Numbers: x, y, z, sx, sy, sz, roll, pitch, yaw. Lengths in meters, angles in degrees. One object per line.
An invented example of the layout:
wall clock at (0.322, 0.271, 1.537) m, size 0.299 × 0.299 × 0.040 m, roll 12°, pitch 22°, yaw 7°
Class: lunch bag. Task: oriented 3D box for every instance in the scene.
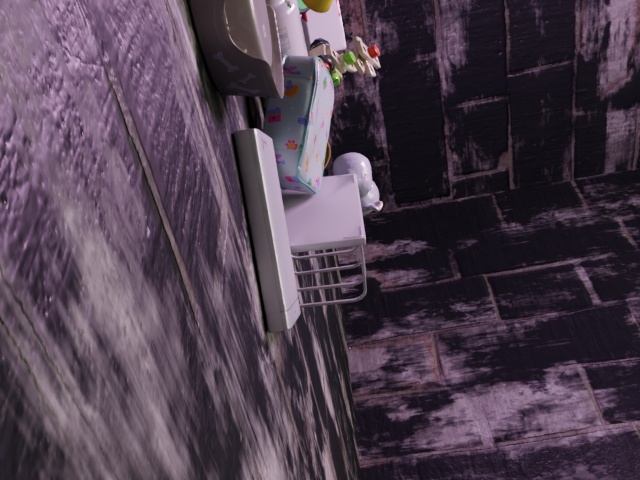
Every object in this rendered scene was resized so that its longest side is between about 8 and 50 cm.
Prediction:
lunch bag at (-0.047, -0.238, 1.741) m, size 0.224 × 0.108 × 0.279 m, roll 38°, pitch 62°, yaw -77°

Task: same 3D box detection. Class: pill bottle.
pill bottle at (-0.108, -0.477, 1.763) m, size 0.229 × 0.131 × 0.131 m, roll 77°, pitch 5°, yaw -47°

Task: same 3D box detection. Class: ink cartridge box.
ink cartridge box at (-0.051, -0.624, 2.296) m, size 0.273 × 0.114 × 0.196 m, roll 22°, pitch -54°, yaw 62°

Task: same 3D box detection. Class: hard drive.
hard drive at (-0.094, -0.021, 1.511) m, size 0.233 × 0.047 × 0.352 m, roll -34°, pitch 114°, yaw -86°

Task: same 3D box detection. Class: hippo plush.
hippo plush at (0.035, -0.092, 2.038) m, size 0.234 × 0.237 × 0.294 m, roll -102°, pitch 179°, yaw -54°

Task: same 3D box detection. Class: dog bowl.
dog bowl at (-0.141, -0.397, 1.328) m, size 0.349 × 0.102 × 0.348 m, roll -9°, pitch 90°, yaw -85°

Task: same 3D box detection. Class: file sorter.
file sorter at (0.000, 0.000, 1.790) m, size 0.277 × 0.193 × 0.173 m, roll -93°, pitch 176°, yaw -58°

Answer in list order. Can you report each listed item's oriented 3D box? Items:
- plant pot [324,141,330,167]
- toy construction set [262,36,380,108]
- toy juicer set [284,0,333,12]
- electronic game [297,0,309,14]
plant pot at (-0.054, -0.240, 2.160) m, size 0.095 × 0.134 × 0.134 m, roll 48°, pitch -23°, yaw 48°
toy construction set at (-0.006, -0.373, 1.951) m, size 0.215 × 0.328 × 0.151 m, roll 40°, pitch 20°, yaw -47°
toy juicer set at (-0.113, -0.589, 1.616) m, size 0.089 × 0.209 × 0.329 m, roll -45°, pitch -115°, yaw 48°
electronic game at (-0.106, -0.648, 1.980) m, size 0.229 × 0.048 × 0.229 m, roll 25°, pitch 49°, yaw -32°
